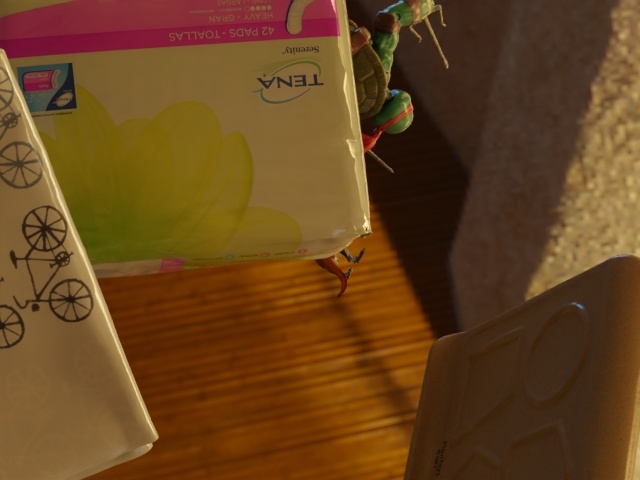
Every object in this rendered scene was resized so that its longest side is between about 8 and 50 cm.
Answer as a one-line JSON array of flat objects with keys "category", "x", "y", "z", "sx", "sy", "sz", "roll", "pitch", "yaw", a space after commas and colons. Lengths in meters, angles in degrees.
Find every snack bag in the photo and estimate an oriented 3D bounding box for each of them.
[{"category": "snack bag", "x": -0.317, "y": 0.074, "z": 1.050, "sx": 0.037, "sy": 0.342, "sz": 0.323, "roll": -142, "pitch": -148, "yaw": -66}]

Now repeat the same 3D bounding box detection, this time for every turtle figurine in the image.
[{"category": "turtle figurine", "x": 0.025, "y": -0.172, "z": 1.382, "sx": 0.234, "sy": 0.175, "sz": 0.118, "roll": 50, "pitch": 21, "yaw": -8}]

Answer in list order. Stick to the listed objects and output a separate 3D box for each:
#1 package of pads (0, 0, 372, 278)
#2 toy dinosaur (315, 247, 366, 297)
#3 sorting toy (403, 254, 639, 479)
[{"category": "package of pads", "x": -0.114, "y": -0.088, "z": 1.241, "sx": 0.101, "sy": 0.296, "sz": 0.229, "roll": 157, "pitch": -73, "yaw": -79}, {"category": "toy dinosaur", "x": 0.000, "y": 0.000, "z": 1.436, "sx": 0.047, "sy": 0.082, "sz": 0.090, "roll": -57, "pitch": -175, "yaw": 21}, {"category": "sorting toy", "x": 0.128, "y": 0.123, "z": 0.971, "sx": 0.208, "sy": 0.038, "sz": 0.193, "roll": -29, "pitch": -139, "yaw": 52}]
